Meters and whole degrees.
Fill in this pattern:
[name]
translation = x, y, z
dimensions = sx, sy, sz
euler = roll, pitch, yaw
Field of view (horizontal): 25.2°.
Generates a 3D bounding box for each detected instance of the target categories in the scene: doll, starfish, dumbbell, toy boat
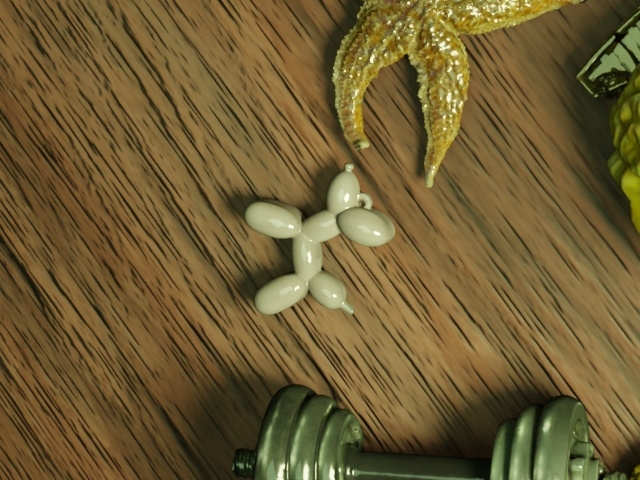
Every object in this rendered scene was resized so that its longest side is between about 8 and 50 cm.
[doll]
translation = 0.000, 0.000, 1.522
dimensions = 0.160, 0.059, 0.161
euler = -3, 95, 18
[starfish]
translation = 0.119, -0.231, 1.458
dimensions = 0.302, 0.060, 0.299
euler = -30, 85, 18
[dumbbell]
translation = 0.105, 0.238, 1.454
dimensions = 0.406, 0.179, 0.179
euler = 1, 97, 18
[toy boat]
translation = 0.339, -0.211, 1.382
dimensions = 0.206, 0.072, 0.064
euler = -39, 86, 19

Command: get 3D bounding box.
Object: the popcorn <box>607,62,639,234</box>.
[popcorn]
translation = 0.386, -0.074, 1.309
dimensions = 0.258, 0.224, 0.270
euler = 27, 90, -16

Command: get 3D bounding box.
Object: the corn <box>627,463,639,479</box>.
[corn]
translation = 0.306, 0.337, 1.449
dimensions = 0.097, 0.097, 0.320
euler = 32, 106, 12
